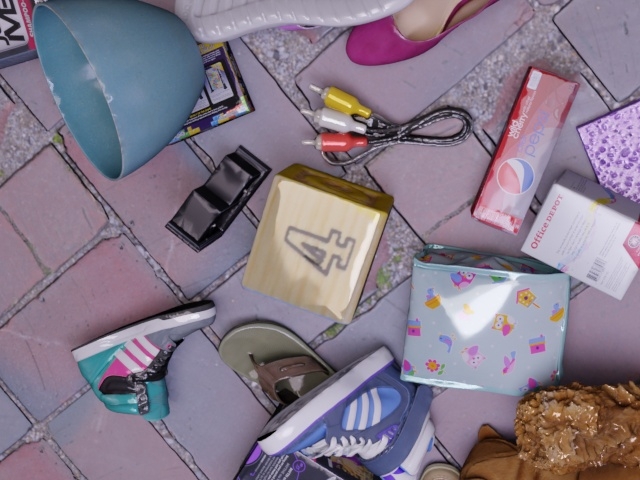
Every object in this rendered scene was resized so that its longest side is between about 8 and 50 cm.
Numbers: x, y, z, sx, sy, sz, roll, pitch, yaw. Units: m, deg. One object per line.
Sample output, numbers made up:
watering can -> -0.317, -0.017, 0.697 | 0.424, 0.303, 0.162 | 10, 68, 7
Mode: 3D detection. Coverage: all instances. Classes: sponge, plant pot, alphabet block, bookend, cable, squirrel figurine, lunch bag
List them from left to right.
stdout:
plant pot -> -0.300, -0.266, 1.457 | 0.195, 0.290, 0.290 | -28, 97, -24
bookend -> -0.170, -0.073, 1.558 | 0.072, 0.156, 0.157 | 38, 103, 1
alphabet block -> 0.000, 0.000, 1.529 | 0.193, 0.192, 0.197 | 19, 102, 3
cable -> 0.107, -0.175, 1.539 | 0.287, 0.072, 0.139 | 10, 108, 6
lunch bag -> 0.279, 0.134, 1.528 | 0.262, 0.160, 0.223 | 7, 101, 13
squirrel figurine -> 0.413, 0.371, 1.498 | 0.370, 0.281, 0.397 | 10, 122, 25
sponge -> 0.513, -0.114, 1.508 | 0.117, 0.031, 0.210 | -22, 97, 13

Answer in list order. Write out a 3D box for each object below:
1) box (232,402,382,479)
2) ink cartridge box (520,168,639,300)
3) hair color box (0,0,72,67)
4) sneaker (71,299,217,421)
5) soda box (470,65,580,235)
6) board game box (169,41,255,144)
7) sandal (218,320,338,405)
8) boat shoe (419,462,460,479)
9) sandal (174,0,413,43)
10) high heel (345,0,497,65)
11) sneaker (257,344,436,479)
box -> -0.008, 0.441, 1.636 | 0.270, 0.143, 0.165 | 32, 106, 1
ink cartridge box -> 0.433, -0.014, 1.468 | 0.176, 0.127, 0.128 | 28, 114, 13
hair color box -> -0.605, -0.386, 1.588 | 0.374, 0.113, 0.185 | -13, 99, 12
sneaker -> -0.293, 0.228, 1.648 | 0.295, 0.124, 0.178 | -21, 92, 20
soda box -> 0.330, -0.147, 1.498 | 0.083, 0.092, 0.263 | 22, 103, 4
board game box -> -0.218, -0.258, 1.586 | 0.170, 0.048, 0.141 | -20, 95, 12
sandal -> -0.043, 0.246, 1.634 | 0.303, 0.086, 0.120 | 32, 104, 1
boat shoe -> 0.215, 0.543, 1.649 | 0.104, 0.089, 0.285 | 2, 101, 9
sandal -> -0.036, -0.408, 1.505 | 0.416, 0.102, 0.169 | -3, 79, 15
high heel -> 0.195, -0.389, 1.427 | 0.377, 0.181, 0.127 | -33, 94, 13
sneaker -> 0.070, 0.340, 1.531 | 0.130, 0.323, 0.236 | -33, 87, 47
